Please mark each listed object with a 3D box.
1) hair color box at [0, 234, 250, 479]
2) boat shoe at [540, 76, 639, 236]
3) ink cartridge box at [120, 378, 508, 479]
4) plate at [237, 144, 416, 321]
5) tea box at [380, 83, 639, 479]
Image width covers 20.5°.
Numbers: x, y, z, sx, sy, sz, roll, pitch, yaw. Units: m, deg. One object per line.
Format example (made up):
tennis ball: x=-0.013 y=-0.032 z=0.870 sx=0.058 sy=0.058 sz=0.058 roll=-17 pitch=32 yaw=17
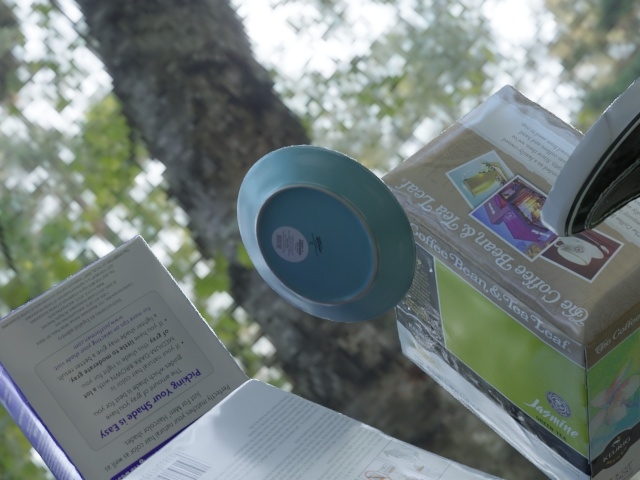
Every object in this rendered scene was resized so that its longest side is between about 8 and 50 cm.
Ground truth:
hair color box: x=-0.149 y=0.186 z=1.641 sx=0.185 sy=0.339 sz=0.110 roll=-33 pitch=-13 yaw=-24
boat shoe: x=0.333 y=-0.101 z=1.600 sx=0.306 sy=0.105 sz=0.113 roll=-43 pitch=-21 yaw=-9
ink cartridge box: x=-0.001 y=0.204 z=1.325 sx=0.275 sy=0.238 sz=0.060 roll=-32 pitch=-38 yaw=-68
plate: x=0.000 y=0.000 z=1.649 sx=0.024 sy=0.188 sz=0.188 roll=-48 pitch=-17 yaw=-49
tea box: x=0.258 y=0.063 z=1.988 sx=0.220 sy=0.329 sz=0.324 roll=-37 pitch=-36 yaw=-19
